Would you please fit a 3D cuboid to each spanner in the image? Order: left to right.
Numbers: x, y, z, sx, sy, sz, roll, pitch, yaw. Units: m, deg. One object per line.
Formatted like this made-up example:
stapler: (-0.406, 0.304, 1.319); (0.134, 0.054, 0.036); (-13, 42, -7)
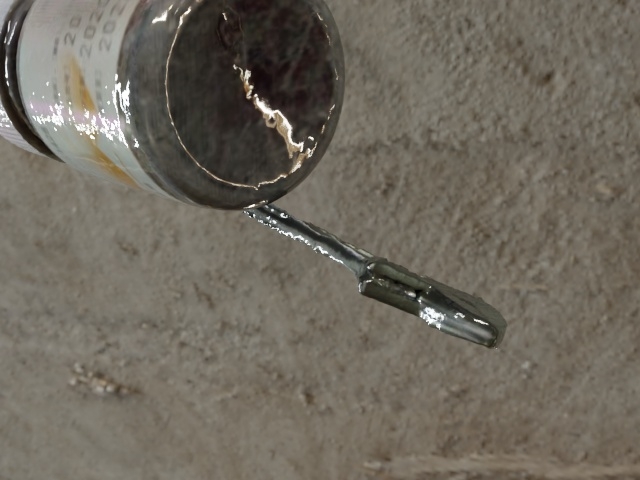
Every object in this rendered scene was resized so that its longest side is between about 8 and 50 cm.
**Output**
spanner: (0.000, 0.000, 0.710); (0.093, 0.026, 0.325); (20, -174, -42)

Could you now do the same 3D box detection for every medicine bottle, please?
medicine bottle: (-0.125, -0.117, 0.748); (0.273, 0.165, 0.165); (14, 156, 49)
